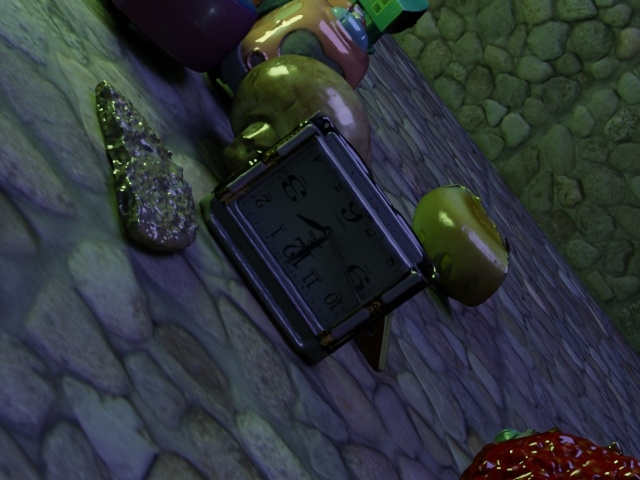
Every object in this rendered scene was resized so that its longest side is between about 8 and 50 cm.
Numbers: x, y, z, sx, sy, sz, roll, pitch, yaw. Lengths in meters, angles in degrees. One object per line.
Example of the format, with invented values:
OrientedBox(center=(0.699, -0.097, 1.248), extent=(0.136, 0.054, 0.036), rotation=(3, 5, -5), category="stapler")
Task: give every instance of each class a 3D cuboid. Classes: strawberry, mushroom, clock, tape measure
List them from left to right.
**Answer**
OrientedBox(center=(-0.206, -0.345, 1.517), extent=(0.231, 0.149, 0.245), rotation=(43, 12, -23), category="tape measure")
OrientedBox(center=(-0.035, -0.124, 1.446), extent=(0.255, 0.184, 0.255), rotation=(51, -17, 22), category="mushroom")
OrientedBox(center=(0.000, 0.000, 1.296), extent=(0.253, 0.186, 0.083), rotation=(55, 11, 5), category="clock")
OrientedBox(center=(0.226, 0.356, 1.149), extent=(0.343, 0.292, 0.292), rotation=(-23, 76, -49), category="strawberry")

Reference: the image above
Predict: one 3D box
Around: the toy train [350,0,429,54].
OrientedBox(center=(0.057, -0.435, 2.147), extent=(0.120, 0.298, 0.194), rotation=(-24, 77, -49), category="toy train")

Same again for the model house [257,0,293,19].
OrientedBox(center=(-0.057, -0.404, 2.047), extent=(0.183, 0.166, 0.172), rotation=(65, 29, -15), category="model house")

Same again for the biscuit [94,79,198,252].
OrientedBox(center=(-0.182, -0.067, 1.201), extent=(0.133, 0.032, 0.250), rotation=(39, 21, -43), category="biscuit")

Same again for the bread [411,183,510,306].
OrientedBox(center=(0.234, -0.001, 2.025), extent=(0.156, 0.158, 0.261), rotation=(35, 23, -21), category="bread")

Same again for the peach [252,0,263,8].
OrientedBox(center=(-0.160, -0.439, 1.774), extent=(0.184, 0.184, 0.184), rotation=(47, 17, -20), category="peach")

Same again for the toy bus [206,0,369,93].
OrientedBox(center=(-0.026, -0.276, 1.712), extent=(0.194, 0.232, 0.288), rotation=(52, 15, -15), category="toy bus")

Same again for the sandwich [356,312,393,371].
OrientedBox(center=(0.069, 0.132, 1.477), extent=(0.031, 0.044, 0.083), rotation=(0, 98, -65), category="sandwich")

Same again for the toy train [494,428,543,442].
OrientedBox(center=(0.308, 0.386, 1.458), extent=(0.189, 0.126, 0.307), rotation=(44, 18, -31), category="toy train")
